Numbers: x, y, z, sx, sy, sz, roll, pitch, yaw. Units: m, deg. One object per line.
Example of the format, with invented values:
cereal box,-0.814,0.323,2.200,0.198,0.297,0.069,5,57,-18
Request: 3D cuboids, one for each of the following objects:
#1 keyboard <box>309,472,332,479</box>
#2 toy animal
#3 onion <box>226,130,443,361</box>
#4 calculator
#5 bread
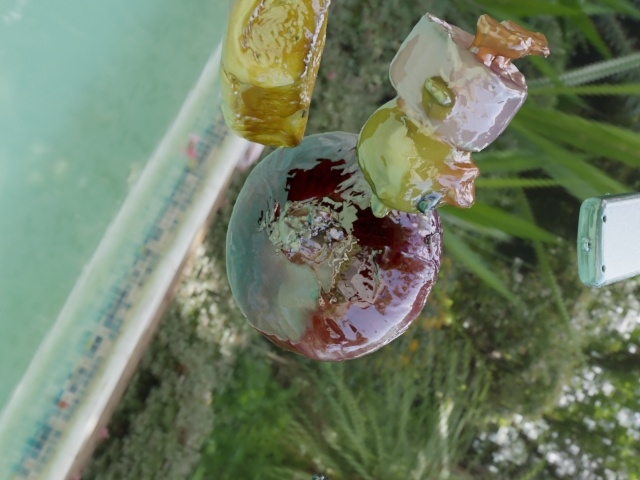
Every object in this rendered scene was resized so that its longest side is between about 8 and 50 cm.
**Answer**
keyboard,-0.014,0.256,0.968,0.204,0.061,0.013,-24,135,-68
toy animal,0.138,-0.143,1.313,0.195,0.169,0.281,-11,129,-59
onion,0.000,0.000,1.613,0.347,0.348,0.285,-64,156,-2
calculator,0.460,-0.004,1.727,0.246,0.045,0.141,-10,101,-54
bread,-0.064,-0.238,1.467,0.294,0.132,0.166,111,-15,-77
